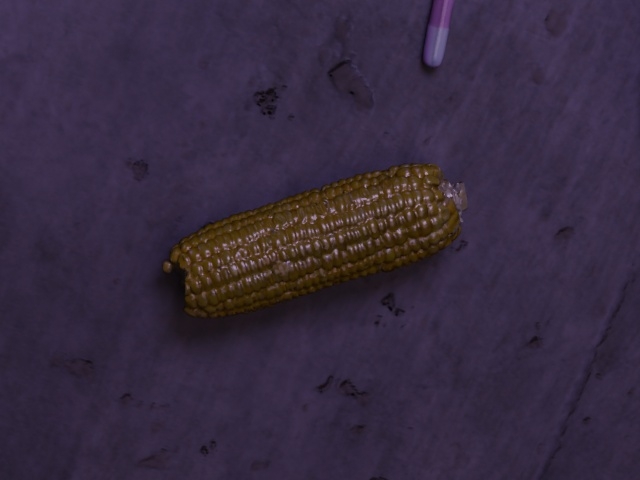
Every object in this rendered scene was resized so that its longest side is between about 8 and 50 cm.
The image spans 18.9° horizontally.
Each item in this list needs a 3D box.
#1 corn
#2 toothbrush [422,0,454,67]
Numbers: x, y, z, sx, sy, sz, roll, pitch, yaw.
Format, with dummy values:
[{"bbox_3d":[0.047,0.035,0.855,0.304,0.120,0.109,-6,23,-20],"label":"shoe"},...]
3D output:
[{"bbox_3d":[0.000,0.000,1.439,0.238,0.080,0.080,-19,108,-8],"label":"corn"},{"bbox_3d":[0.106,-0.269,1.421,0.025,0.020,0.286,3,104,-20],"label":"toothbrush"}]
